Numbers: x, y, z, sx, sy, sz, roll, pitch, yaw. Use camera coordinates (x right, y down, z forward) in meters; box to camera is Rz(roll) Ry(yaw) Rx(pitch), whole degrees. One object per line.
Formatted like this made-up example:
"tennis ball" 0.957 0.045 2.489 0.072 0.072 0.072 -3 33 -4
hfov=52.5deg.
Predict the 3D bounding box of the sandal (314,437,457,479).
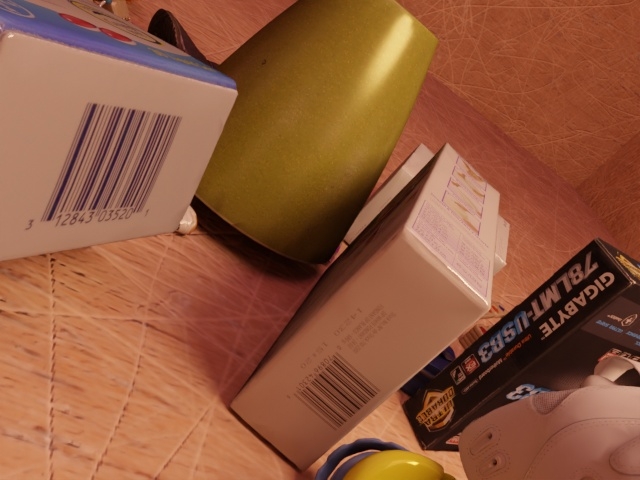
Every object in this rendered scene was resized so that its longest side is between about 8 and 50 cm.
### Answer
"sandal" 0.108 0.260 0.547 0.317 0.126 0.138 46 -18 -20

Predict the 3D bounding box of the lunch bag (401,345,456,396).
"lunch bag" 0.119 0.143 0.795 0.098 0.065 0.067 34 26 -20

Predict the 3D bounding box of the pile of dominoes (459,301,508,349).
"pile of dominoes" 0.315 0.173 1.066 0.251 0.040 0.196 4 45 -53

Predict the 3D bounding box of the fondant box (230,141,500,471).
"fondant box" 0.066 0.044 0.669 0.096 0.238 0.330 41 25 -2

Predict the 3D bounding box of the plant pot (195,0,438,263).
"plant pot" -0.004 -0.171 0.799 0.274 0.293 0.275 35 18 -13

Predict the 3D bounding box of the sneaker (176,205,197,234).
"sneaker" -0.164 -0.044 0.716 0.037 0.032 0.083 12 38 -48

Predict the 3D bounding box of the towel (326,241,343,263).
"towel" 0.000 0.000 0.913 0.060 0.009 0.083 41 24 -1

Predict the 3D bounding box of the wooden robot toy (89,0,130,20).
"wooden robot toy" -0.314 -0.274 0.849 0.173 0.076 0.079 -44 122 -65

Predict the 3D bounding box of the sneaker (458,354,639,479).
"sneaker" 0.151 0.243 0.407 0.137 0.366 0.210 34 5 -25

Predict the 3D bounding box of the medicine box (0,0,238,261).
"medicine box" -0.255 -0.122 0.459 0.289 0.149 0.263 31 15 13

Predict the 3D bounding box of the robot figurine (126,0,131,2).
"robot figurine" -0.385 -0.474 1.008 0.291 0.085 0.211 44 25 5

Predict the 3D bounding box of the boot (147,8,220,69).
"boot" -0.155 -0.260 1.019 0.208 0.076 0.190 -4 66 -49

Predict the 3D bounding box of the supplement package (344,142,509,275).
"supplement package" 0.170 -0.017 1.021 0.203 0.149 0.194 43 25 0

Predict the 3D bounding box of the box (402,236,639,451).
"box" 0.295 0.151 0.773 0.295 0.293 0.073 20 32 -40
